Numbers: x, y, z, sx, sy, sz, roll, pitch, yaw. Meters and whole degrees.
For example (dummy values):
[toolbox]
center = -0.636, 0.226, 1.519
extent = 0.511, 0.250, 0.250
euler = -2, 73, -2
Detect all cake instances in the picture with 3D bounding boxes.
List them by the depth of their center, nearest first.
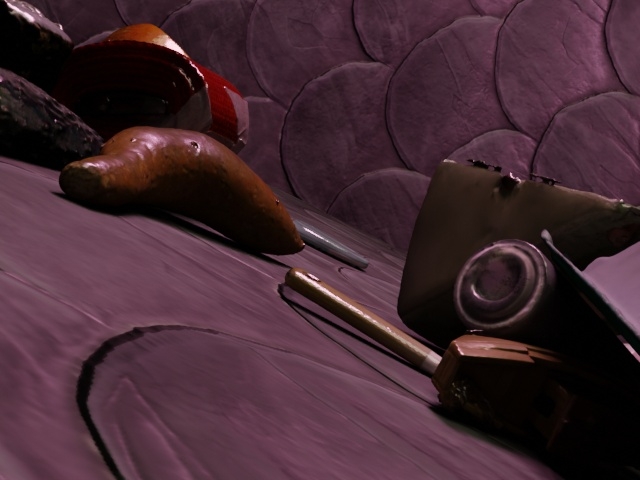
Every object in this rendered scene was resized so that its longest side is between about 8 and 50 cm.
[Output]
[cake]
center = 0.194, 0.045, 0.890
extent = 0.158, 0.172, 0.283
euler = 24, 0, -23

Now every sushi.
[sushi]
center = -0.340, -0.194, 0.979
extent = 0.225, 0.127, 0.124
euler = 38, 8, 32

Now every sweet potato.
[sweet potato]
center = -0.123, -0.053, 0.914
extent = 0.108, 0.079, 0.346
euler = 42, 14, 26

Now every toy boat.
[toy boat]
center = 0.163, 0.112, 0.674
extent = 0.206, 0.064, 0.072
euler = 21, 12, -22

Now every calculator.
[calculator]
center = 0.000, 0.000, 1.465
extent = 0.153, 0.021, 0.095
euler = 30, 3, 5

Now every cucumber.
[cucumber]
center = -0.244, -0.105, 0.891
extent = 0.078, 0.062, 0.211
euler = 27, 4, 17

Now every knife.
[knife]
center = 0.096, 0.100, 0.760
extent = 0.298, 0.017, 0.047
euler = 31, 6, 13

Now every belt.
[belt]
center = -0.175, -0.126, 1.052
extent = 0.201, 0.128, 0.124
euler = 7, -5, 21

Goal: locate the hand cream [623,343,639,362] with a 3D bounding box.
[hand cream]
center = 0.406, 0.179, 1.459
extent = 0.133, 0.083, 0.248
euler = 27, -7, -25

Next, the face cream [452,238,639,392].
[face cream]
center = 0.197, 0.093, 0.794
extent = 0.073, 0.073, 0.283
euler = 30, -7, 45

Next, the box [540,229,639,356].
[box]
center = 0.280, 0.088, 0.636
extent = 0.264, 0.106, 0.336
euler = 47, 9, -8

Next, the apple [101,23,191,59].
[apple]
center = -0.194, -0.158, 1.192
extent = 0.147, 0.163, 0.146
euler = 22, 0, 6
